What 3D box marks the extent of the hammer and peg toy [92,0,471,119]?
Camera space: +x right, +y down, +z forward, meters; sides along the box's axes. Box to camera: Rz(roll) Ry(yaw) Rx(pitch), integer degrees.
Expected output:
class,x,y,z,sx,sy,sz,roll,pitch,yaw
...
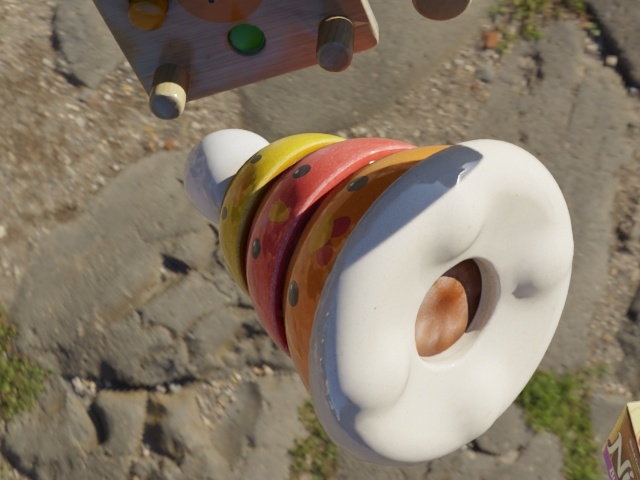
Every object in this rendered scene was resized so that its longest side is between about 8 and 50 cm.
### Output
class,x,y,z,sx,sy,sz,roll,pitch,yaw
hammer and peg toy,-0.052,-0.276,1.249,0.361,0.127,0.266,-15,131,17

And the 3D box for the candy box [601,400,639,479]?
class,x,y,z,sx,sy,sz,roll,pitch,yaw
candy box,0.305,0.247,1.162,0.053,0.186,0.109,-7,150,-5

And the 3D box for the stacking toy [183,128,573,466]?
class,x,y,z,sx,sy,sz,roll,pitch,yaw
stacking toy,0.000,0.000,1.436,0.351,0.480,0.350,-21,124,-35
